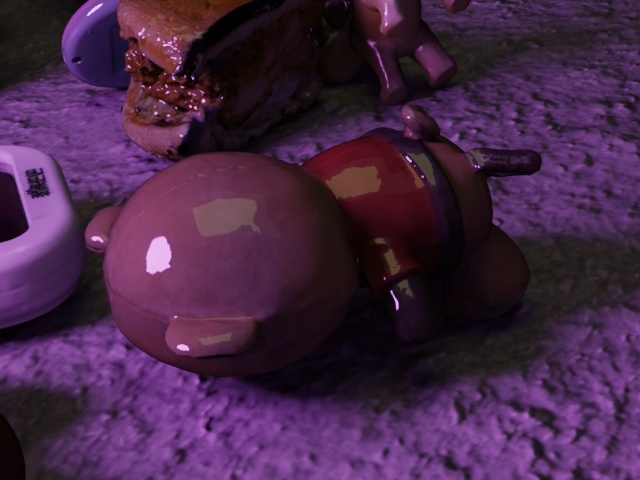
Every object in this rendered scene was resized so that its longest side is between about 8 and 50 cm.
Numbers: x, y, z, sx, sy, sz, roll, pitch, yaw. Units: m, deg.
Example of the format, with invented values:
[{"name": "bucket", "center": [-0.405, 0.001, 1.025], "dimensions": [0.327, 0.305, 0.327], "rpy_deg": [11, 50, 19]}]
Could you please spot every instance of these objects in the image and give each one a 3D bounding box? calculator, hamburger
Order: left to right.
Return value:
[{"name": "calculator", "center": [-0.148, -0.252, 1.637], "dimensions": [0.299, 0.185, 0.041], "rpy_deg": [-18, 62, -16]}, {"name": "hamburger", "center": [-0.120, -0.193, 1.504], "dimensions": [0.192, 0.167, 0.288], "rpy_deg": [13, 32, 31]}]

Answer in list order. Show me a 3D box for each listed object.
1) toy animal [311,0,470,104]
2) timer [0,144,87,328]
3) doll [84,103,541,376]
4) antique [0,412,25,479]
[{"name": "toy animal", "center": [0.065, -0.237, 1.576], "dimensions": [0.121, 0.233, 0.168], "rpy_deg": [-29, 73, -21]}, {"name": "timer", "center": [-0.324, 0.007, 1.226], "dimensions": [0.237, 0.087, 0.262], "rpy_deg": [-12, 27, -13]}, {"name": "doll", "center": [0.000, 0.000, 1.084], "dimensions": [0.330, 0.174, 0.235], "rpy_deg": [-16, 34, -24]}, {"name": "antique", "center": [-0.272, 0.119, 0.952], "dimensions": [0.143, 0.121, 0.257], "rpy_deg": [-4, 25, -14]}]
